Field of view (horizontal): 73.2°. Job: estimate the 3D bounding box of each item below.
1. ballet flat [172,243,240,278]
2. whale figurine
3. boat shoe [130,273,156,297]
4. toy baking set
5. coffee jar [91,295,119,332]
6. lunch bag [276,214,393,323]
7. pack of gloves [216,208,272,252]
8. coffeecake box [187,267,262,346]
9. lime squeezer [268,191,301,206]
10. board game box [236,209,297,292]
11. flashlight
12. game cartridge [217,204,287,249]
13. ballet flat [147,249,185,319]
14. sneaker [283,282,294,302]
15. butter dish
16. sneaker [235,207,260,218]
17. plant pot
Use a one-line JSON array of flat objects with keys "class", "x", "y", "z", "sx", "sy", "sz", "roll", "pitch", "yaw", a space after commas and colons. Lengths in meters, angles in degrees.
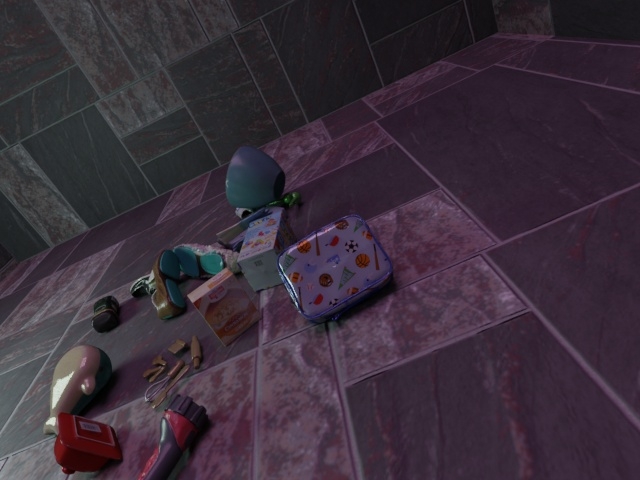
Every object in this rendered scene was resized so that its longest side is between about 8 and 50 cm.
[{"class": "ballet flat", "x": -0.449, "y": 0.085, "z": 1.752, "sx": 0.408, "sy": 0.147, "sz": 0.147, "roll": 6, "pitch": 42, "yaw": 43}, {"class": "whale figurine", "x": -0.757, "y": 0.472, "z": 1.354, "sx": 0.216, "sy": 0.141, "sz": 0.272, "roll": -12, "pitch": 55, "yaw": 28}, {"class": "boat shoe", "x": -0.714, "y": 0.192, "z": 1.822, "sx": 0.233, "sy": 0.084, "sz": 0.079, "roll": -25, "pitch": 52, "yaw": 15}, {"class": "toy baking set", "x": -0.441, "y": 0.390, "z": 1.294, "sx": 0.196, "sy": 0.030, "sz": 0.256, "roll": -35, "pitch": 28, "yaw": -8}, {"class": "coffee jar", "x": -0.887, "y": 0.304, "z": 1.778, "sx": 0.096, "sy": 0.079, "sz": 0.184, "roll": -30, "pitch": 26, "yaw": -11}, {"class": "lunch bag", "x": 0.039, "y": 0.087, "z": 1.205, "sx": 0.303, "sy": 0.115, "sz": 0.243, "roll": -30, "pitch": 71, "yaw": -2}, {"class": "pack of gloves", "x": -0.278, "y": -0.045, "z": 1.726, "sx": 0.232, "sy": 0.195, "sz": 0.046, "roll": -28, "pitch": 59, "yaw": -1}, {"class": "coffeecake box", "x": -0.288, "y": 0.201, "z": 1.306, "sx": 0.142, "sy": 0.186, "sz": 0.068, "roll": -37, "pitch": 29, "yaw": -18}, {"class": "lime squeezer", "x": -0.151, "y": -0.178, "z": 1.975, "sx": 0.110, "sy": 0.059, "sz": 0.310, "roll": -44, "pitch": 23, "yaw": -17}, {"class": "board game box", "x": -0.184, "y": 0.033, "z": 1.552, "sx": 0.144, "sy": 0.142, "sz": 0.275, "roll": -19, "pitch": 29, "yaw": 13}, {"class": "flashlight", "x": -0.378, "y": 0.501, "z": 0.966, "sx": 0.103, "sy": 0.103, "sz": 0.304, "roll": -37, "pitch": 14, "yaw": 47}, {"class": "game cartridge", "x": -0.295, "y": -0.057, "z": 1.892, "sx": 0.294, "sy": 0.060, "sz": 0.196, "roll": -37, "pitch": 24, "yaw": -24}, {"class": "ballet flat", "x": -0.611, "y": 0.176, "z": 1.683, "sx": 0.124, "sy": 0.116, "sz": 0.342, "roll": -39, "pitch": 47, "yaw": 9}, {"class": "sneaker", "x": -0.008, "y": 0.066, "z": 1.360, "sx": 0.110, "sy": 0.122, "sz": 0.283, "roll": 7, "pitch": 43, "yaw": 47}, {"class": "butter dish", "x": -0.610, "y": 0.534, "z": 1.093, "sx": 0.160, "sy": 0.160, "sz": 0.118, "roll": 20, "pitch": 76, "yaw": 55}, {"class": "sneaker", "x": -0.323, "y": -0.164, "z": 2.116, "sx": 0.190, "sy": 0.071, "sz": 0.083, "roll": -36, "pitch": 36, "yaw": -2}, {"class": "plant pot", "x": -0.275, "y": -0.272, "z": 1.973, "sx": 0.195, "sy": 0.290, "sz": 0.290, "roll": 15, "pitch": 42, "yaw": 14}]
